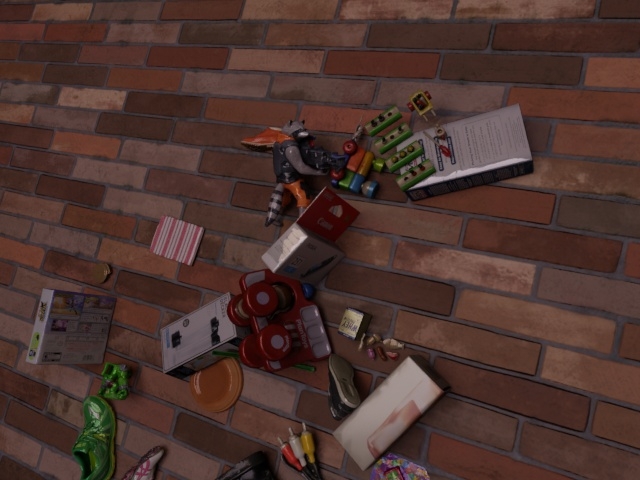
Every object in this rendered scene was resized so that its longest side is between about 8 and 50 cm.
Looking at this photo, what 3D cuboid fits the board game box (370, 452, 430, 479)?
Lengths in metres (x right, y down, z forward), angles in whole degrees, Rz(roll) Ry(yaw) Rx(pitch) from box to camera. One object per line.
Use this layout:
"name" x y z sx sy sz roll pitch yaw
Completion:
"board game box" 0.211 0.659 1.391 0.169 0.033 0.133 16 86 25

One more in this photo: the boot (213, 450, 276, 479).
"boot" -0.239 0.813 1.497 0.348 0.131 0.260 -39 67 11

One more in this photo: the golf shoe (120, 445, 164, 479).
"golf shoe" -0.569 0.753 1.696 0.086 0.067 0.186 43 98 -2

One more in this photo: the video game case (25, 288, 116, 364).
"video game case" -0.854 0.302 1.791 0.061 0.270 0.244 6 81 26

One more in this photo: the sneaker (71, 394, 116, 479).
"sneaker" -0.771 0.675 1.758 0.110 0.123 0.295 -19 71 19

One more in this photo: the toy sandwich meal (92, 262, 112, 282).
"toy sandwich meal" -0.824 0.121 1.952 0.086 0.029 0.085 -4 81 26

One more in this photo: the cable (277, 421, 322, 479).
"cable" -0.032 0.671 1.471 0.140 0.072 0.287 -36 68 18

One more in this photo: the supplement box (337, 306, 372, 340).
"supplement box" 0.100 0.242 1.498 0.056 0.083 0.083 19 87 25

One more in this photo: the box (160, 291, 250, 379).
"box" -0.370 0.306 1.662 0.290 0.087 0.169 -27 52 16

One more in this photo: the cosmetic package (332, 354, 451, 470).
"cosmetic package" 0.193 0.452 1.378 0.296 0.153 0.129 -48 67 9

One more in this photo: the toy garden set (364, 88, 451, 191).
"toy garden set" 0.256 -0.293 1.449 0.204 0.049 0.244 -32 67 14

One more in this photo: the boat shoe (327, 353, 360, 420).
"boat shoe" 0.048 0.397 1.432 0.084 0.233 0.079 27 108 -15

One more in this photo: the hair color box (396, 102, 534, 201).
"hair color box" 0.400 -0.241 1.459 0.348 0.105 0.173 -12 72 20

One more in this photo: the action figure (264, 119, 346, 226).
"action figure" -0.071 -0.202 1.559 0.341 0.179 0.329 10 100 62

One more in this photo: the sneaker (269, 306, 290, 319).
"sneaker" -0.112 0.241 1.614 0.075 0.057 0.161 38 86 -1

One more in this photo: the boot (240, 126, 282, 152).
"boot" -0.195 -0.348 1.768 0.158 0.059 0.084 5 78 16

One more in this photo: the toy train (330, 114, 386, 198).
"toy train" 0.141 -0.256 1.586 0.144 0.105 0.247 24 84 12

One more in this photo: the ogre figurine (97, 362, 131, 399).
"ogre figurine" -0.708 0.484 1.782 0.197 0.097 0.118 153 126 -64

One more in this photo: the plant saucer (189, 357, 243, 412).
"plant saucer" -0.344 0.453 1.670 0.200 0.037 0.199 -5 78 23

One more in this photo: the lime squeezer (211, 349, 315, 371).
"lime squeezer" -0.173 0.360 1.587 0.311 0.110 0.058 12 65 -5

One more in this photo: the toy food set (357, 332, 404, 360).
"toy food set" 0.173 0.310 1.484 0.122 0.019 0.077 18 89 12

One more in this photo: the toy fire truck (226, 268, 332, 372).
"toy fire truck" -0.114 0.227 1.511 0.169 0.254 0.301 -36 68 53

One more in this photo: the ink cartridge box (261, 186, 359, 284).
"ink cartridge box" 0.000 0.000 1.474 0.261 0.296 0.066 -47 66 8

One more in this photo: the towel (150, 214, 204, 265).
"towel" -0.510 -0.002 1.845 0.197 0.029 0.144 17 86 23
